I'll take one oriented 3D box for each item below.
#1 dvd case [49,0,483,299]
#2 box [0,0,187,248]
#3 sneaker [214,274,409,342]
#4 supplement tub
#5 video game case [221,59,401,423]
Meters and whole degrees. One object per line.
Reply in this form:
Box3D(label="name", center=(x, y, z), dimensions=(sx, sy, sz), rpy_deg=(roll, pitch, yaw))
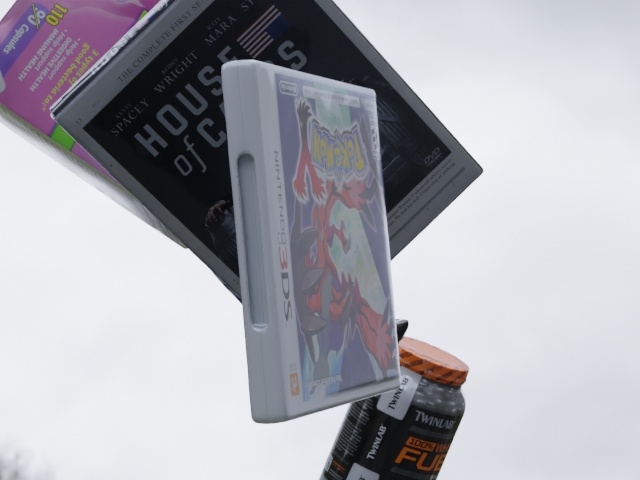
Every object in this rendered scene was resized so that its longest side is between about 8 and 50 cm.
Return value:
Box3D(label="dvd case", center=(-0.030, -0.064, 1.127), dimensions=(0.179, 0.029, 0.238), rpy_deg=(-44, -62, 2))
Box3D(label="box", center=(-0.165, -0.153, 1.599), dimensions=(0.243, 0.213, 0.117), rpy_deg=(34, -9, 11))
Box3D(label="sneaker", center=(-0.025, 0.019, 1.387), dimensions=(0.232, 0.090, 0.081), rpy_deg=(51, -16, -16))
Box3D(label="supplement tub", center=(0.079, 0.202, 1.818), dimensions=(0.117, 0.190, 0.117), rpy_deg=(21, 9, -4))
Box3D(label="video game case", center=(0.000, 0.000, 0.958), dimensions=(0.023, 0.183, 0.201), rpy_deg=(-5, -1, 19))
